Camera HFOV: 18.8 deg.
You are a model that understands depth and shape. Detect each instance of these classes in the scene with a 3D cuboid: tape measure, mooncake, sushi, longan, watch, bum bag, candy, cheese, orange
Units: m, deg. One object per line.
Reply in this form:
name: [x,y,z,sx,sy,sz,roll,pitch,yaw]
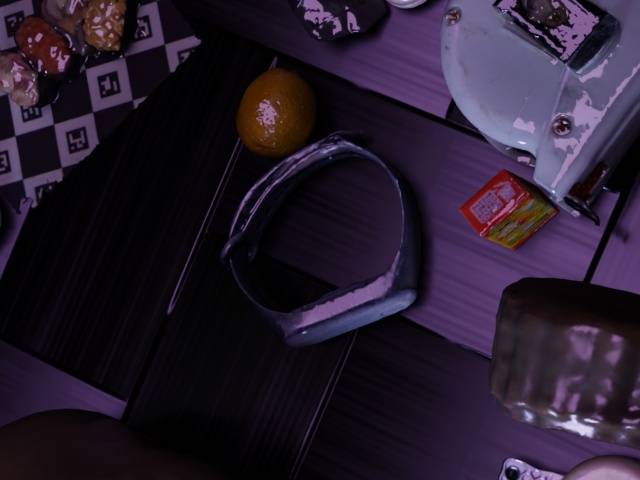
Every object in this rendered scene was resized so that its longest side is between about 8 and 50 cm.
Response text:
tape measure: [0.234,-0.180,1.852,0.246,0.125,0.243,37,90,21]
mooncake: [0.266,0.118,1.770,0.228,0.228,0.124,16,98,22]
sushi: [-0.309,-0.213,2.113,0.290,0.050,0.264,-41,72,13]
longan: [-0.218,0.330,1.881,0.361,0.361,0.361,-2,83,21]
watch: [0.000,0.000,1.965,0.206,0.068,0.193,-23,73,14]
bum bag: [-0.015,-0.282,2.012,0.087,0.049,0.198,-34,71,-11]
candy: [0.183,-0.029,1.866,0.062,0.122,0.038,-43,71,12]
cheese: [0.252,0.252,1.848,0.171,0.047,0.092,-3,80,20]
orange: [-0.043,-0.132,1.986,0.085,0.085,0.095,15,67,22]

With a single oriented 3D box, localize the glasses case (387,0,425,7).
glasses case: [0.053,-0.327,1.986,0.081,0.051,0.204,-38,73,10]
